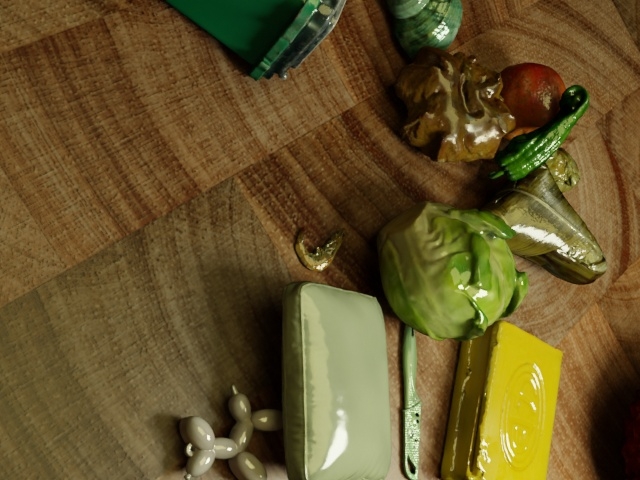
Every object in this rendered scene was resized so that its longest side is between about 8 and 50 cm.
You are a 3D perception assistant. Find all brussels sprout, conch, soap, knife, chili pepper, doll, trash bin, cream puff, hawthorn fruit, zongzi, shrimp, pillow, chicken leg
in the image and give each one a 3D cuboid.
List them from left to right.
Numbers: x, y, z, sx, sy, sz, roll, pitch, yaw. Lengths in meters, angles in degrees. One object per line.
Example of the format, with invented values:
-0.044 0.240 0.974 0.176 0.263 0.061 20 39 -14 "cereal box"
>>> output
-0.143 0.309 1.210 0.160 0.059 0.161 33 62 -22 "doll"
-0.137 -0.483 1.306 0.381 0.295 0.259 28 63 -18 "trash bin"
0.000 0.000 1.413 0.083 0.023 0.114 47 61 -11 "shrimp"
0.030 0.237 1.286 0.255 0.120 0.322 18 67 -52 "pillow"
0.169 0.293 1.444 0.043 0.020 0.292 13 71 -32 "knife"
0.213 -0.478 1.627 0.188 0.122 0.176 44 81 -12 "conch"
0.244 0.058 1.439 0.294 0.227 0.259 44 43 -6 "brussels sprout"
0.276 -0.265 1.589 0.269 0.155 0.240 9 81 -15 "cream puff"
0.354 0.334 1.507 0.204 0.096 0.324 27 64 -25 "soap"
0.454 -0.300 1.708 0.189 0.189 0.189 10 72 -31 "hawthorn fruit"
0.432 0.011 1.618 0.288 0.134 0.286 -34 84 -33 "zongzi"
0.448 -0.210 1.591 0.257 0.100 0.074 -40 127 1 "chili pepper"
0.520 -0.163 1.723 0.228 0.088 0.103 23 64 -63 "chicken leg"

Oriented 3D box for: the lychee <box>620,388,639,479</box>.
0.837 0.462 1.583 0.425 0.424 0.499 20 46 -28 "lychee"
